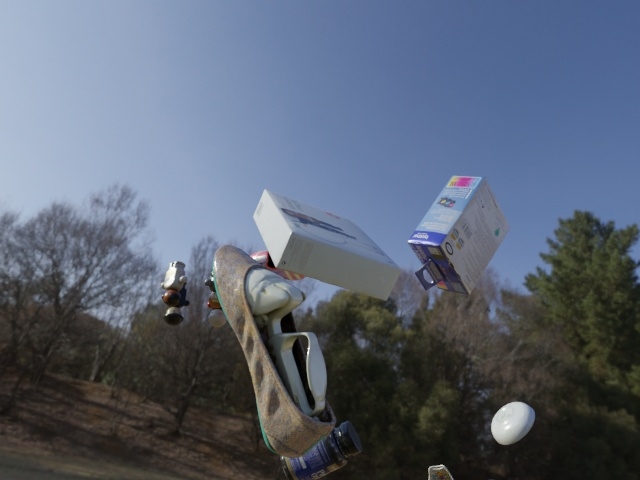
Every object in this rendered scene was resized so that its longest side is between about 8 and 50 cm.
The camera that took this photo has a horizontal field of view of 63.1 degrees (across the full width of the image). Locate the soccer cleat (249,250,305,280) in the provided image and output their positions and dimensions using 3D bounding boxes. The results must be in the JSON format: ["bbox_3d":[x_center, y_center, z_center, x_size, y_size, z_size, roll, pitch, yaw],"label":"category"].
[{"bbox_3d":[-0.094,0.067,1.491,0.248,0.083,0.095,7,-18,-43],"label":"soccer cleat"}]

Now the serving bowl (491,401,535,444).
[{"bbox_3d":[0.325,0.308,0.895,0.027,0.083,0.083,45,-30,-5],"label":"serving bowl"}]

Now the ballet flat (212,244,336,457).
[{"bbox_3d":[-0.056,0.127,0.717,0.106,0.316,0.107,-35,-22,30],"label":"ballet flat"}]

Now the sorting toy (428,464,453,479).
[{"bbox_3d":[0.371,0.729,1.618,0.083,0.045,0.075,-15,-69,19],"label":"sorting toy"}]

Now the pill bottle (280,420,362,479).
[{"bbox_3d":[0.004,0.618,1.522,0.219,0.123,0.123,-28,-35,6],"label":"pill bottle"}]

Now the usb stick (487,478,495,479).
[{"bbox_3d":[0.388,0.745,1.456,0.278,0.077,0.045,-11,14,-23],"label":"usb stick"}]

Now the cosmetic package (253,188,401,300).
[{"bbox_3d":[0.000,0.000,1.316,0.284,0.097,0.377,21,13,-22],"label":"cosmetic package"}]

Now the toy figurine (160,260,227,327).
[{"bbox_3d":[-0.374,0.169,1.575,0.213,0.148,0.209,6,-29,-10],"label":"toy figurine"}]

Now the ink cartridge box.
[{"bbox_3d":[0.477,0.000,1.827,0.151,0.395,0.270,7,-38,49],"label":"ink cartridge box"}]
